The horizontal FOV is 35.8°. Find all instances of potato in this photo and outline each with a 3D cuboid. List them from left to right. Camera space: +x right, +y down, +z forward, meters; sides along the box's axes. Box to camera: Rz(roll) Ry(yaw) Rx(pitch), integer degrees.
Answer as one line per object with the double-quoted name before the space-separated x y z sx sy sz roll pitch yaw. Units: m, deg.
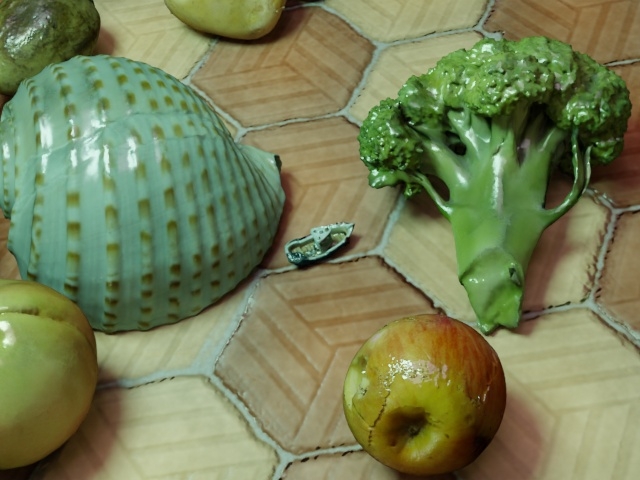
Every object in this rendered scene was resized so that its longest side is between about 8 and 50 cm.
"potato" -0.125 -0.334 1.328 0.178 0.109 0.118 15 58 17

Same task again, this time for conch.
"conch" -0.208 -0.069 1.066 0.319 0.215 0.302 -10 60 3

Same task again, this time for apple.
"apple" 0.093 0.139 0.871 0.147 0.146 0.146 -5 50 6

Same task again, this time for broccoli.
"broccoli" 0.166 -0.103 1.032 0.254 0.186 0.302 28 54 19

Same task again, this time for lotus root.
"lotus root" -0.384 -0.259 1.307 0.138 0.138 0.214 27 61 29

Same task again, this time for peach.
"peach" -0.296 0.127 0.940 0.184 0.184 0.184 -5 50 6

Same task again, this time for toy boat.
"toy boat" 0.000 0.000 1.076 0.083 0.038 0.038 -24 51 -8
